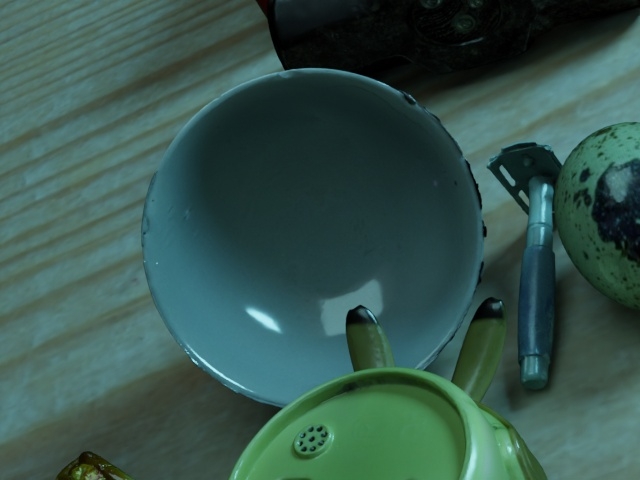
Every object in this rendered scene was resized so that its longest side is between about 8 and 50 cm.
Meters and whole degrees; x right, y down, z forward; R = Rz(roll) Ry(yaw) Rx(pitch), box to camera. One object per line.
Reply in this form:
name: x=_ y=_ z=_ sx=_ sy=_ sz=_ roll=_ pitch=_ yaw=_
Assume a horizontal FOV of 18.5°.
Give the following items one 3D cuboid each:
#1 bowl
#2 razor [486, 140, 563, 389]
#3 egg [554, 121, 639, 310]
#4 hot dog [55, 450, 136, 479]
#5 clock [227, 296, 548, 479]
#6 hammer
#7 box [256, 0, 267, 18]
bowl: x=0.000 y=0.000 z=1.106 sx=0.189 sy=0.189 sz=0.086 roll=-30 pitch=-4 yaw=4
razor: x=0.119 y=0.019 z=1.059 sx=0.040 sy=0.068 sz=0.135 roll=-14 pitch=52 yaw=28
egg: x=0.165 y=-0.012 z=1.021 sx=0.085 sy=0.085 sz=0.110 roll=-19 pitch=43 yaw=18
hot dog: x=-0.123 y=0.140 z=1.106 sx=0.030 sy=0.034 sz=0.090 roll=-46 pitch=38 yaw=-18
clock: x=0.027 y=0.128 z=0.978 sx=0.170 sy=0.069 sz=0.232 roll=-7 pitch=44 yaw=31
hammer: x=0.105 y=-0.266 z=1.354 sx=0.242 sy=0.095 sz=0.409 roll=-15 pitch=38 yaw=23
box: x=-0.005 y=-0.248 z=1.394 sx=0.048 sy=0.112 sz=0.175 roll=0 pitch=49 yaw=36
